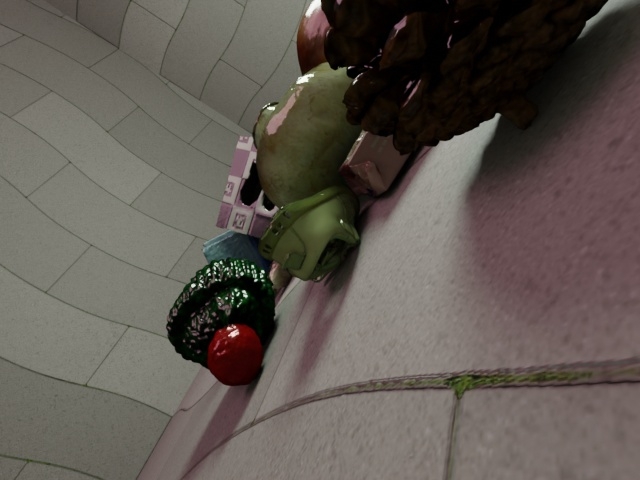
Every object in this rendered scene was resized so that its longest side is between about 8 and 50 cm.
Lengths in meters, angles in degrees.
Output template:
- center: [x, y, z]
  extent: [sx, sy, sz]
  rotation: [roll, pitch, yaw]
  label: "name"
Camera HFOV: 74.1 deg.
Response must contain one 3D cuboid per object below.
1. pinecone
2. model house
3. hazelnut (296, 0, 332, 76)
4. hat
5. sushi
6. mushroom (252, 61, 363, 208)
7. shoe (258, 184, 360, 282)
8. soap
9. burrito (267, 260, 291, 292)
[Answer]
- center: [0.111, -0.207, 0.406]
  extent: [0.243, 0.244, 0.257]
  rotation: [-55, 50, 20]
  label: "pinecone"
- center: [-0.173, 0.037, 1.408]
  extent: [0.329, 0.251, 0.295]
  rotation: [-35, -14, 4]
  label: "model house"
- center: [0.094, -0.508, 1.174]
  extent: [0.359, 0.359, 0.409]
  rotation: [-57, 5, 8]
  label: "hazelnut"
- center: [-0.221, 0.201, 0.955]
  extent: [0.332, 0.243, 0.274]
  rotation: [-121, 50, -67]
  label: "hat"
- center: [-0.110, -0.139, 1.256]
  extent: [0.100, 0.373, 0.296]
  rotation: [18, -93, -59]
  label: "sushi"
- center: [-0.005, -0.222, 0.963]
  extent: [0.352, 0.261, 0.352]
  rotation: [-52, -23, -33]
  label: "mushroom"
- center: [-0.005, -0.005, 0.746]
  extent: [0.140, 0.128, 0.262]
  rotation: [-43, -14, 31]
  label: "shoe"
- center: [0.134, -0.210, 0.763]
  extent: [0.273, 0.098, 0.218]
  rotation: [-58, 8, 0]
  label: "soap"
- center: [-0.100, 0.057, 1.247]
  extent: [0.087, 0.060, 0.225]
  rotation: [9, 60, 40]
  label: "burrito"
